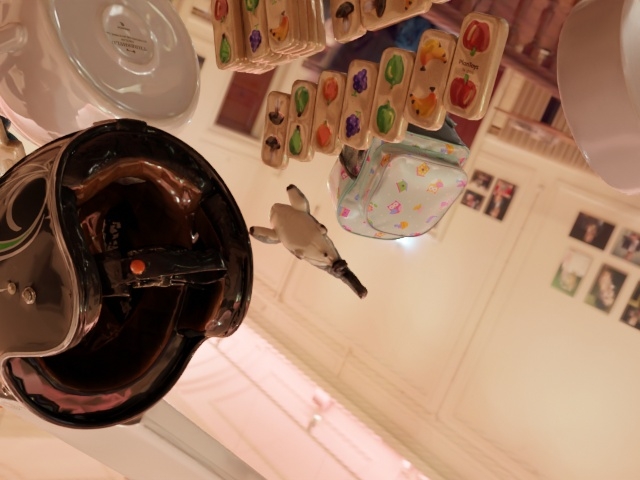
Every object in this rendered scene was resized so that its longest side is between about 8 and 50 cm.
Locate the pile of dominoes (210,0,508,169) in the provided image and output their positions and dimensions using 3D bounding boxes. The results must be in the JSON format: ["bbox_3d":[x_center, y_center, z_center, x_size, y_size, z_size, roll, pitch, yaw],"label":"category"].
[{"bbox_3d":[0.012,-0.156,0.504,0.040,0.195,0.251,-5,180,-39],"label":"pile of dominoes"}]

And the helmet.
[{"bbox_3d":[-0.137,0.023,0.473,0.169,0.161,0.169,23,-131,-30],"label":"helmet"}]

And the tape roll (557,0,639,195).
[{"bbox_3d":[0.338,-0.158,0.784,0.219,0.219,0.072,17,163,-34],"label":"tape roll"}]

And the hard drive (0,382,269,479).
[{"bbox_3d":[-0.215,0.248,0.932,0.233,0.047,0.353,5,149,25],"label":"hard drive"}]

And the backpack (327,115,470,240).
[{"bbox_3d":[0.102,-0.083,1.071,0.166,0.188,0.144,9,-135,-28],"label":"backpack"}]

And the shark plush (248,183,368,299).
[{"bbox_3d":[0.000,0.000,0.840,0.161,0.073,0.067,30,176,30],"label":"shark plush"}]

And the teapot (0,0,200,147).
[{"bbox_3d":[-0.273,-0.183,0.842,0.256,0.187,0.252,45,-142,-33],"label":"teapot"}]

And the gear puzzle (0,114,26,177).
[{"bbox_3d":[-0.336,-0.031,0.754,0.176,0.044,0.338,15,143,5],"label":"gear puzzle"}]
